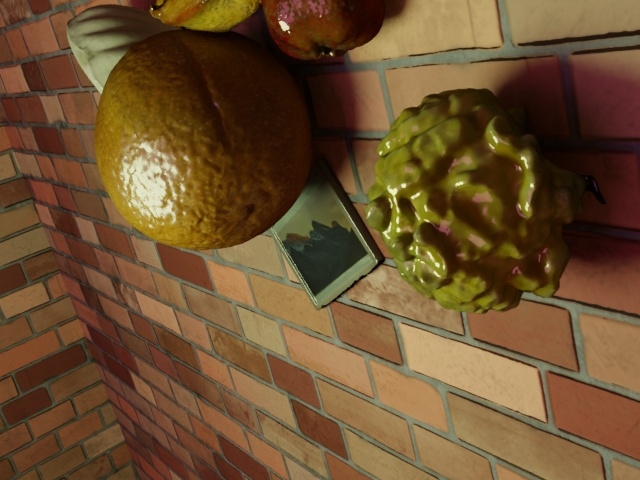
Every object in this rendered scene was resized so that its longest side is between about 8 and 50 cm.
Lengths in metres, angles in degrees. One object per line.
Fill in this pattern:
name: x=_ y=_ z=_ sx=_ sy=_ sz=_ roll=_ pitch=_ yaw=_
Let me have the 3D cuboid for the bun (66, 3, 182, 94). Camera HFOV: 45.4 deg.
bun: x=-0.323 y=-0.337 z=1.414 sx=0.263 sy=0.175 sz=0.263 roll=57 pitch=-173 yaw=-11

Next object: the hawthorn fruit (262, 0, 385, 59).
hawthorn fruit: x=-0.004 y=-0.327 z=0.932 sx=0.162 sy=0.162 sz=0.204 roll=-8 pitch=93 yaw=59

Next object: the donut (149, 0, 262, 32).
donut: x=-0.143 y=-0.397 z=1.036 sx=0.253 sy=0.118 sz=0.253 roll=-30 pitch=54 yaw=52

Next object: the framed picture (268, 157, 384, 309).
framed picture: x=-0.001 y=0.000 z=1.291 sx=0.192 sy=0.018 sz=0.265 roll=58 pitch=149 yaw=8

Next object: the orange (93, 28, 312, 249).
orange: x=-0.181 y=-0.159 z=1.149 sx=0.357 sy=0.322 sz=0.322 roll=53 pitch=150 yaw=40

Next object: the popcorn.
popcorn: x=0.170 y=-0.044 z=0.814 sx=0.225 sy=0.249 sz=0.249 roll=-32 pitch=84 yaw=31
